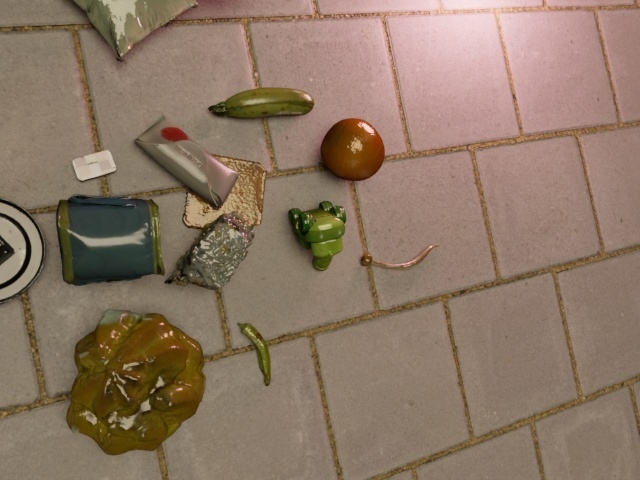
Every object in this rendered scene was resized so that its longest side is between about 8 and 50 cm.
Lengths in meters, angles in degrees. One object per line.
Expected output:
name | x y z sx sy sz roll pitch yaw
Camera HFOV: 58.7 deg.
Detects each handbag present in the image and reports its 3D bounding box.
handbag | -0.536 -0.007 1.449 0.240 0.263 0.223 -6 101 -24

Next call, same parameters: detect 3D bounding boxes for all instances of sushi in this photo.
sushi | -0.295 0.040 1.576 0.139 0.184 0.274 37 81 -13

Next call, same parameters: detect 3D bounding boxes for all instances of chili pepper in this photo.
chili pepper | -0.177 0.326 1.673 0.048 0.043 0.208 -28 95 -34

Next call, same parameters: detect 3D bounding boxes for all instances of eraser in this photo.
eraser | -0.621 -0.205 1.562 0.105 0.026 0.065 -20 95 -22

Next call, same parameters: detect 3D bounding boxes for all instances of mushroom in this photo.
mushroom | 0.272 0.060 1.882 0.306 0.043 0.068 -5 111 -23

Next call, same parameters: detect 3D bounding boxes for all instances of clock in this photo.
clock | -0.844 0.028 1.434 0.280 0.055 0.281 2 84 -21

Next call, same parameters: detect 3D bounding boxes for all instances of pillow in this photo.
pillow | -0.551 -0.706 1.593 0.310 0.119 0.312 -45 101 -17

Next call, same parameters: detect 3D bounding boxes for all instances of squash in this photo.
squash | -0.172 -0.418 1.728 0.340 0.094 0.095 -8 87 -21

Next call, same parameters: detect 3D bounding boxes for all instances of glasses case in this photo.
glasses case | -0.372 -0.230 1.620 0.308 0.083 0.128 38 72 -12

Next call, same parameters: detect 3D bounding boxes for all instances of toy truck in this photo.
toy truck | 0.002 -0.013 1.700 0.148 0.187 0.211 -12 89 -17

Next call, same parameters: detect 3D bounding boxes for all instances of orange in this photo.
orange | 0.102 -0.280 1.770 0.205 0.206 0.206 2 83 -21

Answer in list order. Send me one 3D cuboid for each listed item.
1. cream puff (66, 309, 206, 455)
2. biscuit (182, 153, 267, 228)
cream puff | -0.465 0.358 1.433 0.377 0.275 0.379 3 84 -24
biscuit | -0.281 -0.138 1.695 0.236 0.013 0.232 8 81 -19
